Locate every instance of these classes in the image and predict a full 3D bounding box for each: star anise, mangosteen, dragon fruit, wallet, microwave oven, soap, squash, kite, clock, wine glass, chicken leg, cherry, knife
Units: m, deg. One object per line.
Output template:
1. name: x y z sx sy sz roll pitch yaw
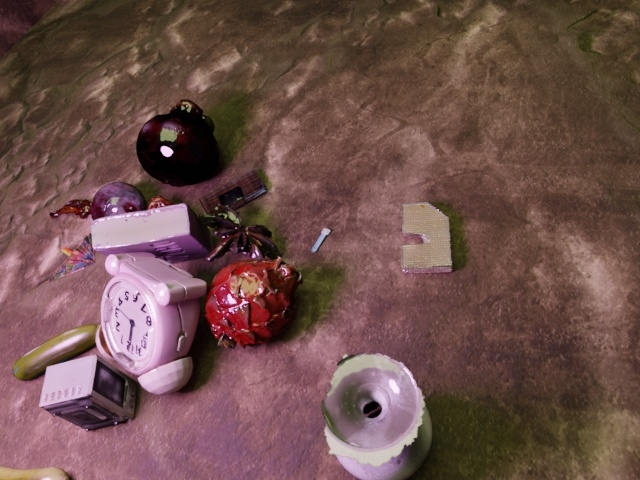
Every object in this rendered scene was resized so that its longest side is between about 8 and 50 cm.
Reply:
1. star anise: -0.253 -0.007 1.546 0.283 0.129 0.212 18 28 -16
2. mangosteen: -0.505 -0.348 1.783 0.297 0.297 0.313 39 111 35
3. dragon fruit: -0.182 0.166 1.369 0.299 0.244 0.244 -30 52 0
4. wallet: -0.313 -0.165 1.765 0.230 0.042 0.124 -29 49 -9
5. microwave oven: -0.608 0.413 1.307 0.163 0.205 0.129 -16 51 5
6. soap: -0.502 -0.007 1.512 0.286 0.296 0.107 -10 75 0
7. squash: -0.778 0.325 1.499 0.332 0.087 0.087 -26 52 -7
8. kite: -0.881 0.064 1.767 0.183 0.014 0.241 21 63 29
9. clock: -0.475 0.226 1.362 0.342 0.184 0.325 22 103 38
10. wine glass: 0.123 0.393 1.048 0.238 0.323 0.238 -9 51 11
11. squash: -0.761 0.625 1.274 0.250 0.083 0.083 -4 53 16
12. chicken leg: -0.945 -0.122 1.901 0.219 0.048 0.089 2 52 17
13. cherry: -0.710 -0.118 1.753 0.195 0.195 0.195 -8 52 10
14. knife: 0.000 0.000 1.575 0.027 0.010 0.096 20 64 26

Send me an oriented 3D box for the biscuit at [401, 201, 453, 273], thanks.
1. biscuit: 0.313 -0.010 1.473 0.147 0.046 0.249 -5 54 13

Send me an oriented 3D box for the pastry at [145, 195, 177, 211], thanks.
1. pastry: -0.522 -0.081 1.728 0.208 0.097 0.115 35 79 32
